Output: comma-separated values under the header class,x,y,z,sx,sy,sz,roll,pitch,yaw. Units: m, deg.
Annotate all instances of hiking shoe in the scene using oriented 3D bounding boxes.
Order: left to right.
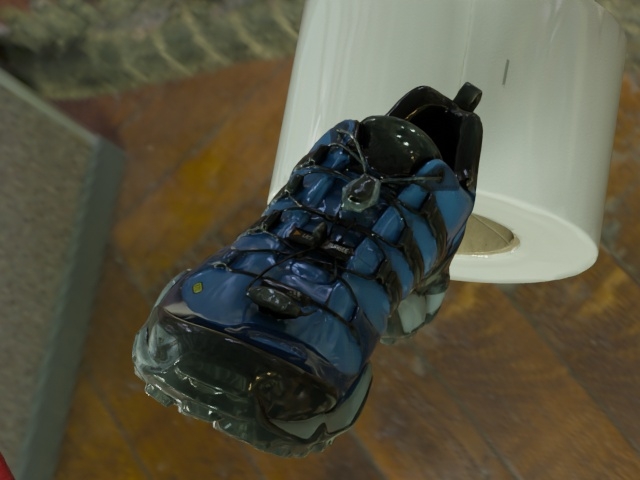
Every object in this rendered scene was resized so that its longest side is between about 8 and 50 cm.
class,x,y,z,sx,sy,sz,roll,pitch,yaw
hiking shoe,0.000,0.000,0.862,0.113,0.304,0.132,23,111,10

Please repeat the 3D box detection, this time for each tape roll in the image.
class,x,y,z,sx,sy,sz,roll,pitch,yaw
tape roll,0.094,-0.083,1.307,0.246,0.246,0.169,0,71,32

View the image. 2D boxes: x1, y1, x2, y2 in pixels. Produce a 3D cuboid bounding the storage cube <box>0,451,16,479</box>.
class,x,y,z,sx,sy,sz,roll,pitch,yaw
storage cube,-0.138,0.176,0.361,0.215,0.183,0.193,-24,93,43
